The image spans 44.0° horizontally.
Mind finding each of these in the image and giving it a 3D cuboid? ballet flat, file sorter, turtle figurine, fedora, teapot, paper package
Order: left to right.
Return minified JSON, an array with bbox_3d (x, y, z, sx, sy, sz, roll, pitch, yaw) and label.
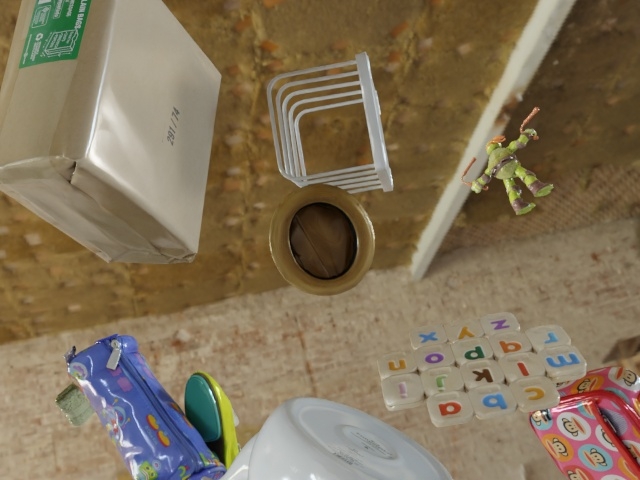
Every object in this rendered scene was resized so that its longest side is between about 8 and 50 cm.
[{"bbox_3d":[-0.290,-0.170,1.119,0.168,0.324,0.309,-4,-24,19],"label":"paper package"},{"bbox_3d":[-0.157,0.311,1.231,0.077,0.230,0.077,-10,0,35],"label":"ballet flat"},{"bbox_3d":[0.000,0.000,1.375,0.195,0.194,0.079,-13,1,-7],"label":"fedora"},{"bbox_3d":[0.024,-0.185,1.398,0.173,0.192,0.278,-9,-5,7],"label":"file sorter"},{"bbox_3d":[0.022,0.310,0.893,0.253,0.187,0.256,22,6,-23],"label":"teapot"},{"bbox_3d":[0.479,-0.188,1.975,0.269,0.217,0.087,-44,-30,24],"label":"turtle figurine"}]

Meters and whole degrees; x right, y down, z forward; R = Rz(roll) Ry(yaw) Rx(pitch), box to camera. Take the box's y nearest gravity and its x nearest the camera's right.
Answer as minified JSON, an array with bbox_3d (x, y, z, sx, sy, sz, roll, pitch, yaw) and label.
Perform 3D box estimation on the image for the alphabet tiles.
[{"bbox_3d":[0.227,0.182,1.151,0.284,0.021,0.278,-10,19,2],"label":"alphabet tiles"}]

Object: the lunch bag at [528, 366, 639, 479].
[{"bbox_3d":[0.560,0.376,1.463,0.120,0.293,0.258,-41,6,-41],"label":"lunch bag"}]

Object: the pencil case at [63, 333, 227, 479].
[{"bbox_3d":[-0.266,0.272,1.199,0.119,0.306,0.133,-22,-31,-36],"label":"pencil case"}]

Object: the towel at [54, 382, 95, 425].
[{"bbox_3d":[-0.392,0.258,1.400,0.148,0.027,0.110,-40,-29,-22],"label":"towel"}]
